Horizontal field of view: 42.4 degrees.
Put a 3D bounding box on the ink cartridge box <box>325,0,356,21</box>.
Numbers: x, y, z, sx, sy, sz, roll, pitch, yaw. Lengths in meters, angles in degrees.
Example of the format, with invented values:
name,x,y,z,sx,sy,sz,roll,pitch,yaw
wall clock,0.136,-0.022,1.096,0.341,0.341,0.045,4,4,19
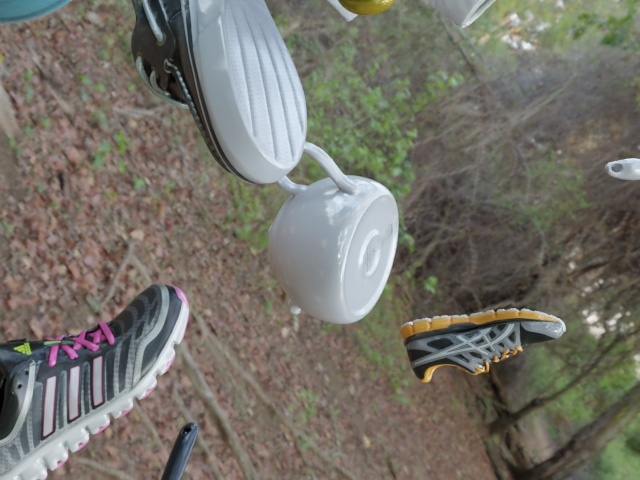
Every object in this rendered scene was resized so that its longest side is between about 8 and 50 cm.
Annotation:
name,x,y,z,sx,sy,sz,roll,pitch,yaw
ink cartridge box,0.049,-0.463,0.922,0.324,0.330,0.071,36,19,-43

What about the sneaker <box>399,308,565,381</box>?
name,x,y,z,sx,sy,sz,roll,pitch,yaw
sneaker,0.215,0.136,1.091,0.084,0.214,0.083,30,52,-69

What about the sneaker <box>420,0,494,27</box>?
name,x,y,z,sx,sy,sz,roll,pitch,yaw
sneaker,0.257,-0.466,1.236,0.169,0.293,0.108,39,24,11

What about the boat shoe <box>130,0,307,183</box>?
name,x,y,z,sx,sy,sz,roll,pitch,yaw
boat shoe,-0.105,-0.170,0.736,0.121,0.119,0.335,35,31,-49

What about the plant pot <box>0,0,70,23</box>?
name,x,y,z,sx,sy,sz,roll,pitch,yaw
plant pot,-0.382,-0.392,0.848,0.272,0.271,0.255,60,6,5

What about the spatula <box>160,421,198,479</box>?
name,x,y,z,sx,sy,sz,roll,pitch,yaw
spatula,-0.219,0.355,1.061,0.296,0.084,0.030,-67,143,-47

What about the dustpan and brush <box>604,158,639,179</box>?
name,x,y,z,sx,sy,sz,roll,pitch,yaw
dustpan and brush,0.404,-0.081,0.882,0.060,0.211,0.147,141,-54,-61

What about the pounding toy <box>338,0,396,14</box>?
name,x,y,z,sx,sy,sz,roll,pitch,yaw
pounding toy,0.043,-0.248,0.681,0.110,0.236,0.183,78,7,-48

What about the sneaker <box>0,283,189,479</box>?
name,x,y,z,sx,sy,sz,roll,pitch,yaw
sneaker,-0.157,0.079,0.504,0.075,0.170,0.063,52,-9,-27

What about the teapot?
name,x,y,z,sx,sy,sz,roll,pitch,yaw
teapot,0.000,0.000,1.322,0.187,0.256,0.252,16,-4,25
